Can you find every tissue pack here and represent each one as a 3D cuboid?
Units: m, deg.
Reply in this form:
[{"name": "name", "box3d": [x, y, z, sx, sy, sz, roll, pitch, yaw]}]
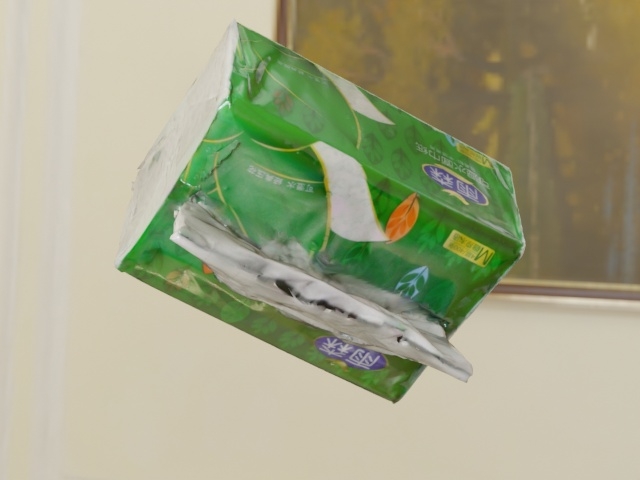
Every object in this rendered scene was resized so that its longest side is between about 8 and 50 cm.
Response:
[{"name": "tissue pack", "box3d": [-0.002, 0.001, 0.793, 0.148, 0.209, 0.156, -52, 21, 32]}]
